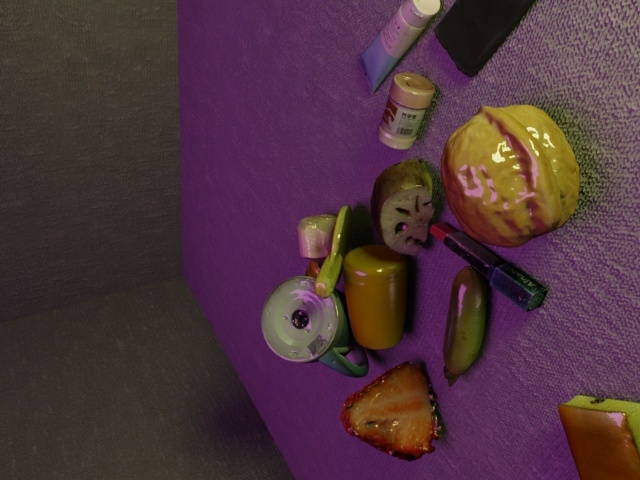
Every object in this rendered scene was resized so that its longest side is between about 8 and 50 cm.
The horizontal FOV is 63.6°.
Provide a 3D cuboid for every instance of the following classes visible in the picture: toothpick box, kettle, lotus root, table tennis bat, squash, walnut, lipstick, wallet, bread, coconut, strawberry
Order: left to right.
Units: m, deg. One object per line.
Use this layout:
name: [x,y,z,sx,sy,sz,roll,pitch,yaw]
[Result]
coconut: [0.000,0.000,1.652,0.147,0.147,0.152,14,113,58]
kettle: [0.025,0.286,1.582,0.247,0.342,0.319,-38,63,11]
table tennis bat: [0.044,0.042,1.453,0.054,0.368,0.224,9,122,10]
toothpick box: [0.155,0.163,1.426,0.175,0.175,0.271,28,130,53]
strawberry: [0.189,0.491,1.428,0.253,0.280,0.150,65,153,0]
lotus root: [0.197,-0.075,1.272,0.119,0.138,0.234,-93,2,-54]
toothpick box: [0.197,-0.301,1.205,0.098,0.099,0.148,54,146,33]
squash: [0.338,0.219,1.217,0.094,0.095,0.340,34,129,50]
lipstick: [0.356,0.040,1.140,0.312,0.051,0.051,46,141,44]
wallet: [0.327,-0.455,0.978,0.146,0.030,0.285,62,150,16]
walnut: [0.333,-0.118,0.919,0.257,0.225,0.257,157,90,-90]
bread: [0.565,0.474,0.950,0.138,0.077,0.361,-21,85,60]

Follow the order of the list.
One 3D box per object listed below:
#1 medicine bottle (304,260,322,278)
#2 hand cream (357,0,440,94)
medicine bottle: [-0.027,0.167,1.842,0.111,0.076,0.309,62,149,25]
hand cream: [0.174,-0.468,1.224,0.111,0.070,0.312,71,159,4]
